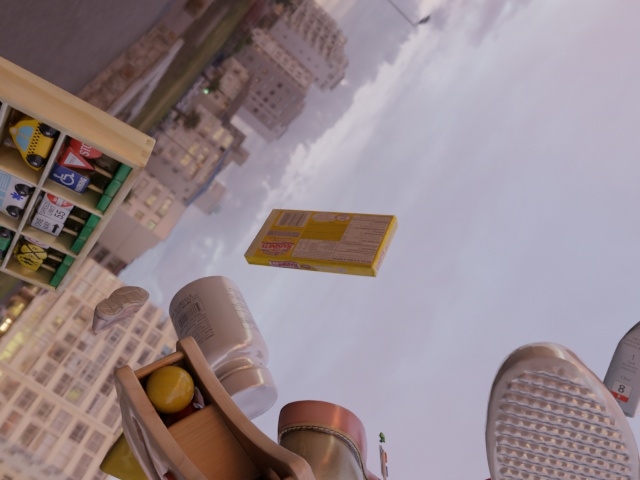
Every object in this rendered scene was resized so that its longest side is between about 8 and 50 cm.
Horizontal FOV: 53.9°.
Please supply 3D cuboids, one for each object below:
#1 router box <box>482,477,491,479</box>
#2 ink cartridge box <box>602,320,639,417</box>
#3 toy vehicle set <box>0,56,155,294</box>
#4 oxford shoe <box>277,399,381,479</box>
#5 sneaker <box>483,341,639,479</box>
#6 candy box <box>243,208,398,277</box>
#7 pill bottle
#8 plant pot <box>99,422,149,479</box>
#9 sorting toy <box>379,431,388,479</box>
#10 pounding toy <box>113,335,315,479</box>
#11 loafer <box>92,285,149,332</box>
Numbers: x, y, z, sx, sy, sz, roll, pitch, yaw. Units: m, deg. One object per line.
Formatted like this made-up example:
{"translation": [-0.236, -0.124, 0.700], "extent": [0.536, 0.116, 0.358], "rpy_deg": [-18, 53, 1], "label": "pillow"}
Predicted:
{"translation": [0.463, 0.510, 1.187], "extent": [0.301, 0.335, 0.082], "rpy_deg": [-27, -137, 19], "label": "router box"}
{"translation": [0.349, 0.086, 0.652], "extent": [0.045, 0.146, 0.179], "rpy_deg": [18, -83, 38], "label": "ink cartridge box"}
{"translation": [-0.282, -0.048, 0.588], "extent": [0.267, 0.166, 0.035], "rpy_deg": [-40, -149, 45], "label": "toy vehicle set"}
{"translation": [0.019, 0.374, 0.830], "extent": [0.141, 0.396, 0.146], "rpy_deg": [-8, -138, 19], "label": "oxford shoe"}
{"translation": [0.249, 0.233, 0.643], "extent": [0.135, 0.365, 0.150], "rpy_deg": [-18, -157, 13], "label": "sneaker"}
{"translation": [0.000, 0.000, 0.910], "extent": [0.206, 0.027, 0.105], "rpy_deg": [5, -132, 27], "label": "candy box"}
{"translation": [-0.159, 0.180, 1.045], "extent": [0.131, 0.131, 0.229], "rpy_deg": [-45, -130, 16], "label": "pill bottle"}
{"translation": [-0.287, 0.376, 1.283], "extent": [0.187, 0.212, 0.212], "rpy_deg": [-61, -172, 12], "label": "plant pot"}
{"translation": [0.122, 0.415, 1.213], "extent": [0.062, 0.012, 0.083], "rpy_deg": [83, 3, -84], "label": "sorting toy"}
{"translation": [-0.107, 0.220, 0.519], "extent": [0.155, 0.269, 0.154], "rpy_deg": [-23, 153, -34], "label": "pounding toy"}
{"translation": [-0.303, 0.102, 0.946], "extent": [0.039, 0.045, 0.125], "rpy_deg": [-60, 174, 16], "label": "loafer"}
